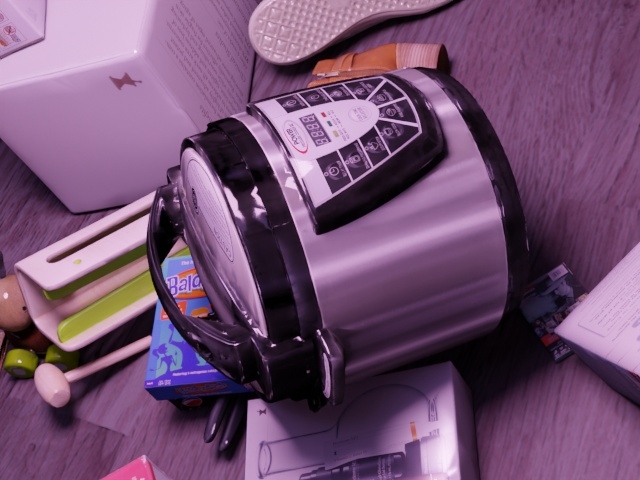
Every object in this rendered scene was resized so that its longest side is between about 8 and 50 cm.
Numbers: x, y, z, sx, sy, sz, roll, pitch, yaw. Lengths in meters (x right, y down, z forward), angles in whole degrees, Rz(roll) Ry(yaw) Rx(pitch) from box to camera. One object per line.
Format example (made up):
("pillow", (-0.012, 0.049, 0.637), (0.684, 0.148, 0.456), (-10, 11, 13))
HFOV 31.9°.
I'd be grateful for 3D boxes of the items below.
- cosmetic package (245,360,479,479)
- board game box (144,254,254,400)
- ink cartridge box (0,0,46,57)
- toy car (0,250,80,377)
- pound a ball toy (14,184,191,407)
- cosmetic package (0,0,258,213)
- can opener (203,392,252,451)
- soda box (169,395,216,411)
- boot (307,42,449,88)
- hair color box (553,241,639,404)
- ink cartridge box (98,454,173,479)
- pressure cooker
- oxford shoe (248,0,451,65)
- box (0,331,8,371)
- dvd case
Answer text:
("cosmetic package", (0.049, 0.353, 1.356), (0.284, 0.097, 0.377), (-15, 52, 19))
("board game box", (-0.154, 0.114, 1.573), (0.160, 0.047, 0.210), (-8, 55, 17))
("ink cartridge box", (-0.544, -0.464, 1.655), (0.130, 0.309, 0.272), (-21, 49, 15))
("toy car", (-0.453, 0.098, 1.720), (0.148, 0.188, 0.155), (-9, 54, 21))
("pound a ball toy", (-0.321, 0.074, 1.682), (0.319, 0.208, 0.135), (-31, 41, -29))
("cosmetic package", (-0.325, -0.315, 1.858), (0.327, 0.329, 0.394), (-9, 53, 21))
("can opener", (-0.119, 0.209, 1.567), (0.073, 0.059, 0.186), (129, 158, -49))
("soda box", (-0.189, 0.160, 1.635), (0.060, 0.053, 0.169), (-16, 52, 15))
("boot", (0.068, -0.199, 1.725), (0.220, 0.109, 0.284), (-2, 54, 23))
("hair color box", (0.397, 0.093, 1.195), (0.113, 0.374, 0.185), (44, 90, -4))
("ink cartridge box", (-0.315, 0.494, 1.389), (0.384, 0.160, 0.279), (-29, 49, 4))
("pressure cooker", (0.001, 0.005, 1.383), (0.420, 0.376, 0.370), (-17, 3, -14))
("oxford shoe", (0.085, -0.432, 1.870), (0.449, 0.169, 0.130), (-25, 14, 6))
("box", (-0.610, 0.229, 1.805), (0.201, 0.021, 0.165), (-6, 56, 18))
("dvd case", (0.313, 0.093, 1.463), (0.087, 0.013, 0.119), (-33, 50, 2))
